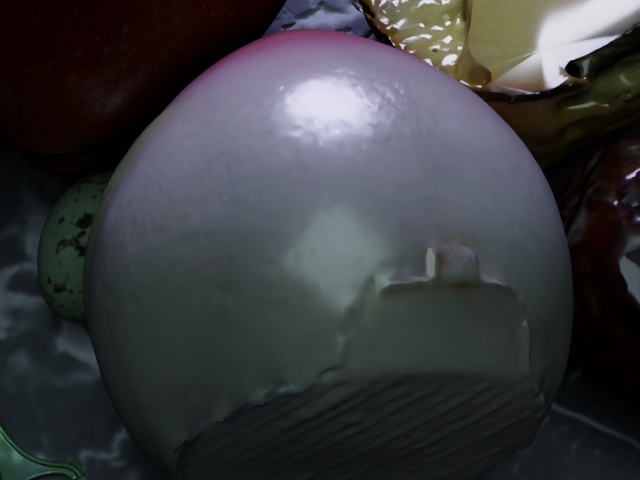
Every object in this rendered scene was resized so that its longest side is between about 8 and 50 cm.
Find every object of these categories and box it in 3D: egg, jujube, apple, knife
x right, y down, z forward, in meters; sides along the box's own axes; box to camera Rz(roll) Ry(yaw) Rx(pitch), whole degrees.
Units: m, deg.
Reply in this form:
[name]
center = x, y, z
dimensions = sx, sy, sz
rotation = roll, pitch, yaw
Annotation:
[egg]
center = -0.146, 0.004, 1.042
dimensions = 0.085, 0.085, 0.110
rotation = 26, 88, 6
[jujube]
center = 0.262, 0.036, 1.004
dimensions = 0.243, 0.183, 0.183
rotation = 32, 71, -8
[apple]
center = -0.161, -0.208, 1.018
dimensions = 0.288, 0.288, 0.317
rotation = 30, 77, 7
[knife]
center = -0.228, 0.117, 1.028
dimensions = 0.078, 0.022, 0.166
rotation = -29, 73, -31

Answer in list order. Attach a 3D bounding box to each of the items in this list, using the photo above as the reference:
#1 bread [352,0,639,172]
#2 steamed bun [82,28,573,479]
[bread]
center = 0.145, -0.130, 1.069
dimensions = 0.204, 0.162, 0.262
rotation = -23, 31, -9
[steamed bun]
center = 0.000, 0.000, 0.948
dimensions = 0.309, 0.309, 0.309
rotation = 1, 71, -3
